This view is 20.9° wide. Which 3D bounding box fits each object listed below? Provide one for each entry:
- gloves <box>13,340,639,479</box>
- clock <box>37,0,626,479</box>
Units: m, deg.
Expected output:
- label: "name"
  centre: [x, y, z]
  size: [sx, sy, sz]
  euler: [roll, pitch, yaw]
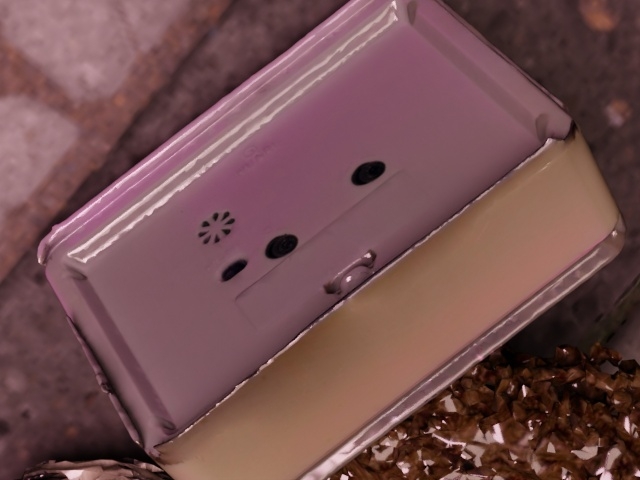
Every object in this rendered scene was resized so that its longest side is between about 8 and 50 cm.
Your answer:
- label: "gloves"
  centre: [0.019, 0.136, 0.732]
  size: [0.312, 0.135, 0.210]
  euler: [-9, 95, 5]
- label: "clock"
  centre: [0.000, 0.000, 0.670]
  size: [0.192, 0.147, 0.071]
  euler: [-38, 130, -2]
